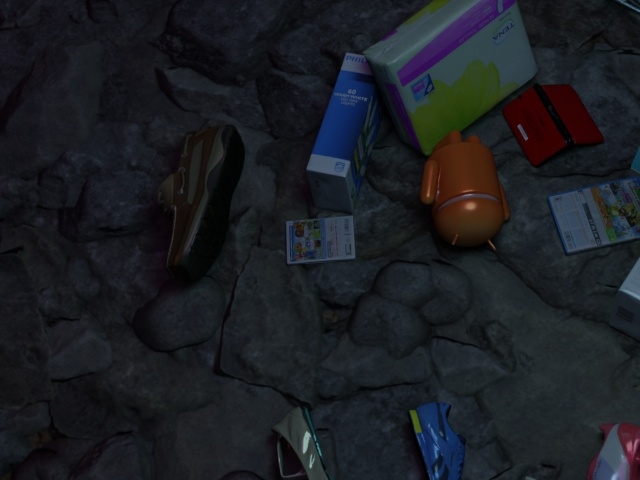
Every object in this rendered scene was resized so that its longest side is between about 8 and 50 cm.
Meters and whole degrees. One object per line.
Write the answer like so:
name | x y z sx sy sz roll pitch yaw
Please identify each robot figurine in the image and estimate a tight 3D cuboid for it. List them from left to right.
robot figurine | 0.249 -0.083 1.952 0.128 0.158 0.219 -16 60 17

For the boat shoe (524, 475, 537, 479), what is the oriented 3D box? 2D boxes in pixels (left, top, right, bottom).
boat shoe | 0.358 0.398 1.703 0.133 0.049 0.042 11 68 49

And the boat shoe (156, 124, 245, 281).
boat shoe | -0.229 -0.071 2.020 0.120 0.122 0.324 4 54 15

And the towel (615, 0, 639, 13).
towel | 0.638 -0.560 2.169 0.284 0.121 0.235 27 70 18

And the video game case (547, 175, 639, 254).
video game case | 0.495 -0.044 1.965 0.166 0.015 0.119 -12 61 1

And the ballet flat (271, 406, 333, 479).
ballet flat | -0.016 0.378 1.765 0.086 0.086 0.248 -22 53 -5

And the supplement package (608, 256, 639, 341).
supplement package | 0.596 0.050 1.832 0.134 0.139 0.244 30 68 20

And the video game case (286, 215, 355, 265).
video game case | 0.000 0.000 2.005 0.122 0.011 0.087 -5 62 4

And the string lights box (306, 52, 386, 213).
string lights box | 0.051 -0.195 2.033 0.077 0.133 0.259 12 64 14

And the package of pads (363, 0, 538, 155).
package of pads | 0.244 -0.320 2.023 0.296 0.229 0.101 -38 40 -12

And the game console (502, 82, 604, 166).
game console | 0.427 -0.213 2.065 0.124 0.085 0.144 -37 58 23

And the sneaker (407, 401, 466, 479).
sneaker | 0.200 0.351 1.759 0.082 0.069 0.209 -12 61 -4

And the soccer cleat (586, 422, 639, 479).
soccer cleat | 0.440 0.395 1.711 0.095 0.083 0.248 5 64 44

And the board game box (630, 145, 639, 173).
board game box | 0.702 -0.147 1.869 0.254 0.079 0.336 32 38 21
